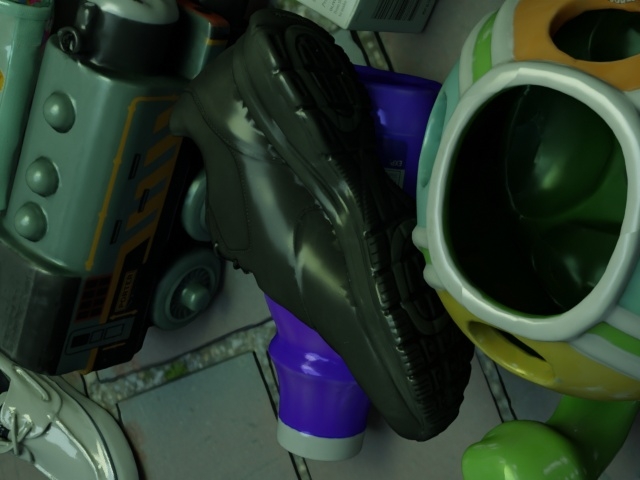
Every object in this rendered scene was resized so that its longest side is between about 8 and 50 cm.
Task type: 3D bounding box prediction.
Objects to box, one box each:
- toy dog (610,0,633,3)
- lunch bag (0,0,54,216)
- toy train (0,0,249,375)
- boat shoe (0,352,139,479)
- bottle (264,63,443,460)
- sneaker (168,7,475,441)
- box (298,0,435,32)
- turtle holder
[{"bbox_3d":[0.108,-0.216,0.594,0.333,0.161,0.220,-23,95,35],"label":"toy dog"},{"bbox_3d":[-0.330,-0.152,1.070,0.262,0.160,0.223,35,116,33],"label":"lunch bag"},{"bbox_3d":[-0.149,-0.048,0.933,0.142,0.190,0.334,33,116,27],"label":"toy train"},{"bbox_3d":[-0.274,0.163,1.127,0.258,0.084,0.095,39,118,25],"label":"boat shoe"},{"bbox_3d":[0.018,0.018,0.883,0.118,0.092,0.283,15,107,27],"label":"bottle"},{"bbox_3d":[0.000,0.000,0.788,0.130,0.109,0.286,-30,80,32],"label":"sneaker"},{"bbox_3d":[0.031,-0.204,0.830,0.087,0.101,0.102,35,115,27],"label":"box"},{"bbox_3d":[0.150,-0.009,0.699,0.243,0.227,0.320,49,122,19],"label":"turtle holder"}]
